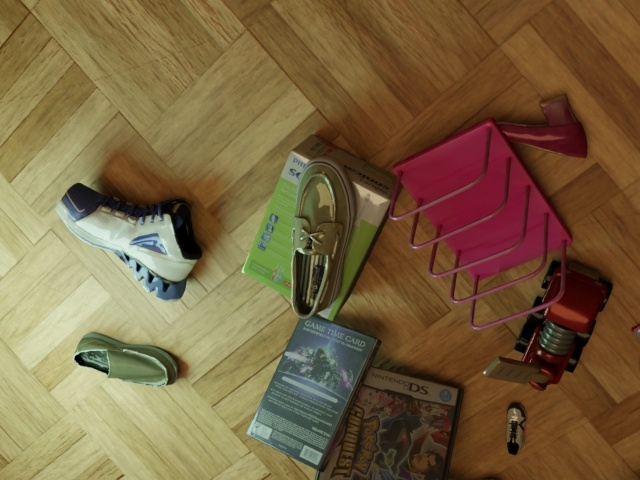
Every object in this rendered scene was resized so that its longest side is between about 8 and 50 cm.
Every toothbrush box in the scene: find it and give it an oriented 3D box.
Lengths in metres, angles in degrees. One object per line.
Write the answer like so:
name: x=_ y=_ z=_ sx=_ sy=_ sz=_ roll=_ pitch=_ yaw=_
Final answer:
toothbrush box: x=0.003 y=-0.024 z=1.869 sx=0.206 sy=0.122 sz=0.283 roll=27 pitch=118 yaw=7

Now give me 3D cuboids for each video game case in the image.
video game case: x=0.133 y=0.393 z=1.909 sx=0.248 sy=0.035 sz=0.274 roll=15 pitch=72 yaw=-2
video game case: x=-0.015 y=0.291 z=1.929 sx=0.196 sy=0.026 sz=0.274 roll=17 pitch=77 yaw=38

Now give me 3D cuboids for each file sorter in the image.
file sorter: x=0.276 y=-0.017 z=1.693 sx=0.202 sy=0.182 sz=0.290 roll=-25 pitch=118 yaw=29

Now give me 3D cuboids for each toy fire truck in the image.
toy fire truck: x=0.399 y=0.168 z=1.731 sx=0.159 sy=0.246 sz=0.217 roll=23 pitch=117 yaw=10

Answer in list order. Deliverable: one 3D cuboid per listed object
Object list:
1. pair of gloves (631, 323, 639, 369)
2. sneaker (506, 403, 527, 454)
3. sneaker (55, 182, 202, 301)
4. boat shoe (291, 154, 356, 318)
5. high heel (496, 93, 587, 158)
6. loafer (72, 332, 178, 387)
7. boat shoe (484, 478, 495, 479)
pair of gloves: x=0.662 y=0.193 z=1.774 sx=0.198 sy=0.023 sz=0.159 roll=-31 pitch=98 yaw=27
sneaker: x=0.386 y=0.375 z=1.935 sx=0.040 sy=0.044 sz=0.109 roll=1 pitch=109 yaw=22
sneaker: x=-0.362 y=-0.037 z=2.006 sx=0.315 sy=0.127 sz=0.182 roll=39 pitch=115 yaw=-6
boat shoe: x=0.000 y=0.000 z=1.758 sx=0.109 sy=0.094 sz=0.302 roll=8 pitch=113 yaw=16
high heel: x=0.338 y=-0.160 z=1.717 sx=0.244 sy=0.082 sz=0.117 roll=-20 pitch=93 yaw=13
loafer: x=-0.437 y=0.279 z=2.169 sx=0.251 sy=0.087 sz=0.094 roll=11 pitch=114 yaw=16
boat shoe: x=0.346 y=0.521 z=1.998 sx=0.226 sy=0.083 sz=0.075 roll=18 pitch=104 yaw=0
